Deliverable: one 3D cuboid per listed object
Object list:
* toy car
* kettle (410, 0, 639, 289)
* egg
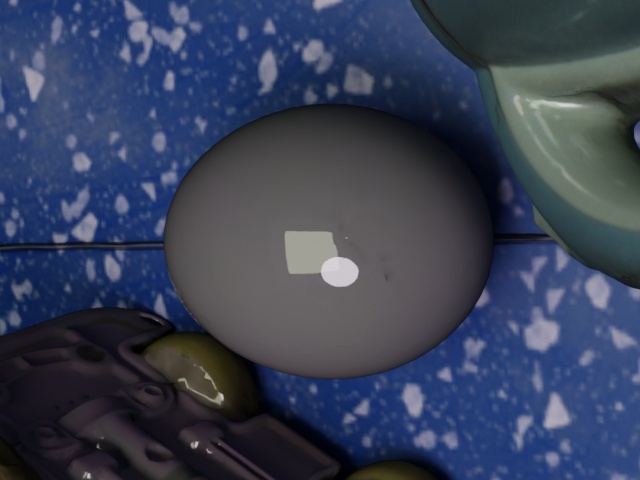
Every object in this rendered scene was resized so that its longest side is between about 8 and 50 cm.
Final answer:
[{"bbox_3d":[-0.093,0.208,1.034,0.336,0.242,0.226,29,117,28],"label":"toy car"},{"bbox_3d":[0.169,-0.148,0.754,0.342,0.247,0.319,-37,54,44],"label":"kettle"},{"bbox_3d":[0.000,0.000,0.976,0.199,0.146,0.146,7,103,43],"label":"egg"}]
